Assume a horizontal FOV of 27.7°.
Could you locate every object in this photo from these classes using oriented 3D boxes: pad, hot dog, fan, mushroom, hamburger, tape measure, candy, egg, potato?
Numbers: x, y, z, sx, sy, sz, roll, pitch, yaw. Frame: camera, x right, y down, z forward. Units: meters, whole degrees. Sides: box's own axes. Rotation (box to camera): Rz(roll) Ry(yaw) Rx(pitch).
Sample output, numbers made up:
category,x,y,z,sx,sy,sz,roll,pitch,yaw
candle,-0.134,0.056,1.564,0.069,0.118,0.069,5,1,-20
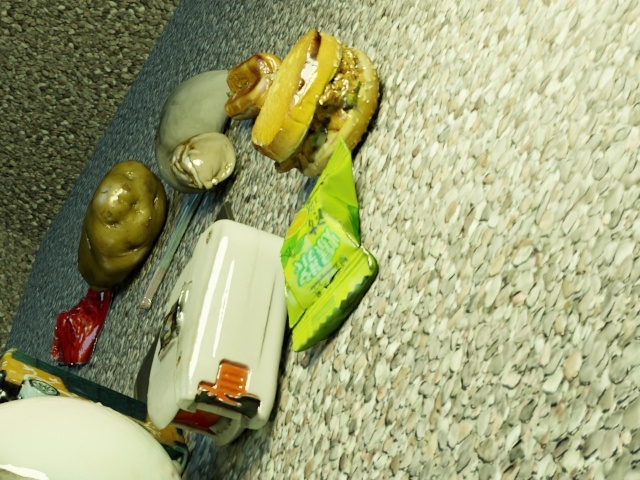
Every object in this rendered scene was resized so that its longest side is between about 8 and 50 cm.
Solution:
category,x,y,z,sx,sy,sz,roll,pitch,yaw
pad,-0.241,0.122,2.058,0.375,0.063,0.315,-63,17,12
hot dog,-0.103,-0.253,2.147,0.250,0.076,0.104,168,105,-74
fan,-0.264,0.000,2.367,0.282,0.023,0.057,-66,25,-1
mushroom,-0.217,-0.175,2.293,0.177,0.126,0.397,-43,23,20
hamburger,-0.007,-0.163,1.640,0.191,0.118,0.182,-56,16,19
tape measure,-0.128,0.122,1.578,0.265,0.130,0.258,132,151,-54
candy,0.000,0.000,1.479,0.149,0.069,0.246,-53,22,30
egg,-0.308,0.338,1.515,0.354,0.354,0.340,-60,-1,20
potato,-0.409,-0.017,2.637,0.195,0.176,0.369,61,149,17

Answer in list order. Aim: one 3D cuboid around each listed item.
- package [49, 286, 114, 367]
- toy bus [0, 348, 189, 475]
category,x,y,z,sx,sy,sz,roll,pitch,yaw
package,-0.534,0.190,2.858,0.269,0.071,0.194,-23,59,61
toy bus,-0.327,0.266,1.757,0.138,0.275,0.167,-64,14,6
